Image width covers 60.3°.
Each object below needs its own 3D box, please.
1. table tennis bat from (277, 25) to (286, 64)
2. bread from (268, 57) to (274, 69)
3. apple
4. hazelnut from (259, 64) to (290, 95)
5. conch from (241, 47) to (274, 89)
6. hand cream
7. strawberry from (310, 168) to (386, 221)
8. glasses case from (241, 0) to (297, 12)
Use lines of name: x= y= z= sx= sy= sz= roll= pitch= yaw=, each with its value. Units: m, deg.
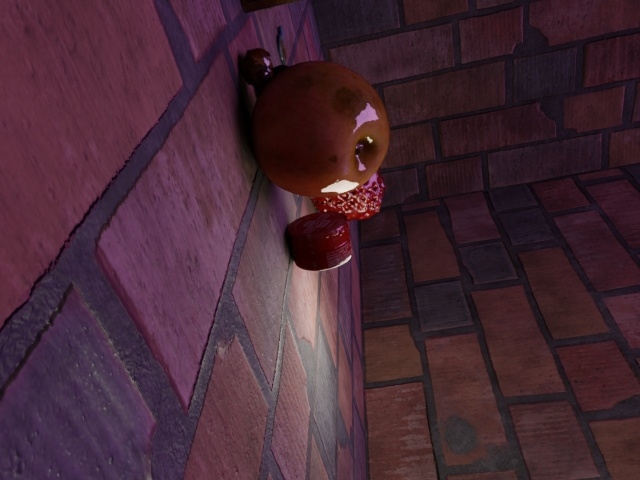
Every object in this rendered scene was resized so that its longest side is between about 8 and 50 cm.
table tennis bat: x=-0.148 y=-0.747 z=2.104 sx=0.100 sy=0.019 sz=0.155 roll=49 pitch=35 yaw=-72
bread: x=-0.159 y=-0.501 z=1.715 sx=0.094 sy=0.035 sz=0.090 roll=67 pitch=17 yaw=-59
apple: x=0.008 y=-0.281 z=1.433 sx=0.364 sy=0.364 sz=0.363 roll=-9 pitch=90 yaw=-81
hazelnut: x=-0.096 y=-0.434 z=1.643 sx=0.202 sy=0.161 sz=0.170 roll=19 pitch=73 yaw=-44
conch: x=-0.174 y=-0.467 z=1.467 sx=0.080 sy=0.086 sz=0.232 roll=15 pitch=42 yaw=-37
hand cream: x=0.000 y=0.000 z=1.688 sx=0.193 sy=0.193 sz=0.125 roll=-78 pitch=159 yaw=-67
strawberry: x=0.069 y=-0.229 z=2.194 sx=0.345 sy=0.295 sz=0.317 roll=27 pitch=12 yaw=-50
glasses case: x=-0.121 y=-0.721 z=1.591 sx=0.049 sy=0.218 sz=0.075 roll=52 pitch=30 yaw=-73
